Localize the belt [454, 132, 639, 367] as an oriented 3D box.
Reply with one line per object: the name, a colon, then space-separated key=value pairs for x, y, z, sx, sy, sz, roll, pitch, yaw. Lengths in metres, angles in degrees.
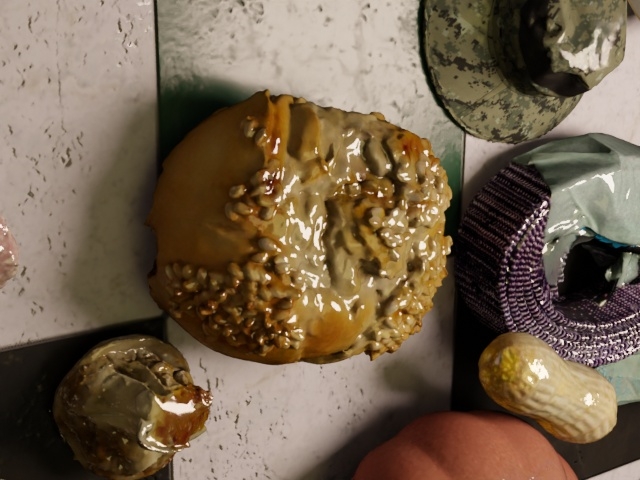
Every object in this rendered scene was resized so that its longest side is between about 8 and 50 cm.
belt: x=0.298 y=0.012 z=1.222 sx=0.325 sy=0.122 sz=0.260 roll=5 pitch=109 yaw=-32

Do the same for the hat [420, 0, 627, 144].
hat: x=0.238 y=-0.215 z=1.104 sx=0.266 sy=0.128 sz=0.265 roll=-8 pitch=106 yaw=-31

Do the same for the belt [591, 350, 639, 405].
belt: x=0.385 y=0.166 z=1.347 sx=0.302 sy=0.087 sz=0.072 roll=-1 pitch=109 yaw=-34

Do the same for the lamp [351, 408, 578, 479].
lamp: x=0.156 y=0.332 z=1.149 sx=0.305 sy=0.240 sz=0.305 roll=-12 pitch=115 yaw=-28

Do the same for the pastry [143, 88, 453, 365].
pastry: x=0.000 y=0.000 z=0.990 sx=0.311 sy=0.162 sz=0.255 roll=4 pitch=105 yaw=-34

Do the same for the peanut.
peanut: x=0.247 y=0.159 z=1.150 sx=0.207 sy=0.087 sz=0.087 roll=31 pitch=87 yaw=-36

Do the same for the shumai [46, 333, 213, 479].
shumai: x=-0.157 y=0.156 z=0.959 sx=0.146 sy=0.116 sz=0.145 roll=-12 pitch=113 yaw=-30

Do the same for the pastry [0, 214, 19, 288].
pastry: x=-0.356 y=0.054 z=0.803 sx=0.265 sy=0.112 sz=0.102 roll=-36 pitch=130 yaw=-28

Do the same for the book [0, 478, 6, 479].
book: x=-0.335 y=0.278 z=0.939 sx=0.242 sy=0.018 sz=0.170 roll=27 pitch=89 yaw=-36

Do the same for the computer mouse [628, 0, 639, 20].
computer mouse: x=0.377 y=-0.345 z=1.190 sx=0.126 sy=0.056 sz=0.245 roll=-29 pitch=111 yaw=-16
